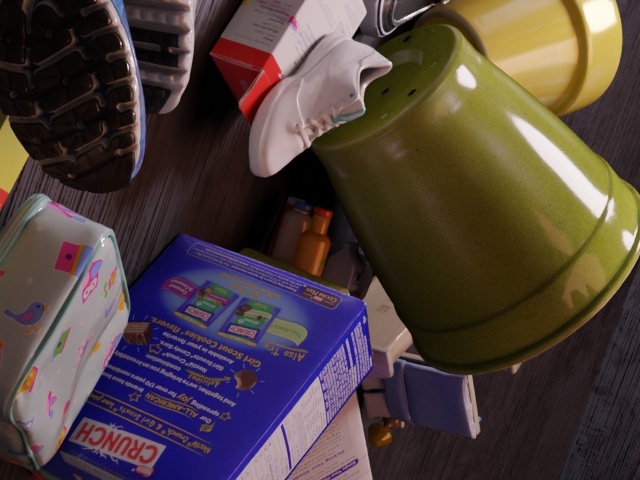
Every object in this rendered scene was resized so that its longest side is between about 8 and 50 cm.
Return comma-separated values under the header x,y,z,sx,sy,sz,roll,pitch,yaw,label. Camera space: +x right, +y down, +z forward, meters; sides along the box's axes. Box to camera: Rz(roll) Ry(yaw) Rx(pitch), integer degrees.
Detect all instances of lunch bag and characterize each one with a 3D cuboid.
x,y,z,sx,sy,sz,roll,pitch,yaw,label
-0.270,0.089,1.329,0.279,0.108,0.224,103,10,-68,lunch bag

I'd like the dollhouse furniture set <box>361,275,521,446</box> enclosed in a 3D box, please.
x,y,z,sx,sy,sz,roll,pitch,yaw,label
0.154,0.236,2.123,0.198,0.286,0.303,-42,133,-42,dollhouse furniture set

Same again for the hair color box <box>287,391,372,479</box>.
x,y,z,sx,sy,sz,roll,pitch,yaw,label
-0.037,0.298,1.943,0.185,0.110,0.338,-28,139,-15,hair color box

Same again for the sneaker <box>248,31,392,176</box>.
x,y,z,sx,sy,sz,roll,pitch,yaw,label
0.002,-0.149,1.568,0.212,0.094,0.080,-54,153,-25,sneaker

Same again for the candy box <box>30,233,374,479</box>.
x,y,z,sx,sy,sz,roll,pitch,yaw,label
-0.135,0.167,1.533,0.317,0.268,0.122,-48,144,-33,candy box

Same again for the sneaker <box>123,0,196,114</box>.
x,y,z,sx,sy,sz,roll,pitch,yaw,label
-0.152,-0.262,1.364,0.118,0.110,0.292,-47,149,-53,sneaker

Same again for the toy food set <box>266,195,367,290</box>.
x,y,z,sx,sy,sz,roll,pitch,yaw,label
0.000,0.000,1.843,0.232,0.111,0.104,0,109,-67,toy food set

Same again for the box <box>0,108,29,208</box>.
x,y,z,sx,sy,sz,roll,pitch,yaw,label
-0.327,-0.038,1.215,0.232,0.087,0.058,-65,154,-9,box

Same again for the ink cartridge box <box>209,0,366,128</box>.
x,y,z,sx,sy,sz,roll,pitch,yaw,label
-0.045,-0.224,1.617,0.231,0.078,0.134,-59,153,-17,ink cartridge box

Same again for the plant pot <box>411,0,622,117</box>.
x,y,z,sx,sy,sz,roll,pitch,yaw,label
0.262,-0.281,2.008,0.239,0.254,0.254,-23,132,-35,plant pot

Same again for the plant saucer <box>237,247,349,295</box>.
x,y,z,sx,sy,sz,roll,pitch,yaw,label
-0.078,0.115,1.708,0.045,0.188,0.188,25,87,-52,plant saucer

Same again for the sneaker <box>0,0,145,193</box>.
x,y,z,sx,sy,sz,roll,pitch,yaw,label
-0.203,-0.204,1.177,0.147,0.130,0.330,-22,100,-69,sneaker

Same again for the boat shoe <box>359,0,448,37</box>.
x,y,z,sx,sy,sz,roll,pitch,yaw,label
0.163,-0.373,1.869,0.306,0.105,0.113,-49,148,-34,boat shoe

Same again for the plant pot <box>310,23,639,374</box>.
x,y,z,sx,sy,sz,roll,pitch,yaw,label
0.177,-0.078,1.811,0.353,0.366,0.366,50,60,-25,plant pot

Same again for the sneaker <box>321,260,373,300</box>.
x,y,z,sx,sy,sz,roll,pitch,yaw,label
0.002,0.114,1.980,0.215,0.084,0.083,-51,151,-9,sneaker
